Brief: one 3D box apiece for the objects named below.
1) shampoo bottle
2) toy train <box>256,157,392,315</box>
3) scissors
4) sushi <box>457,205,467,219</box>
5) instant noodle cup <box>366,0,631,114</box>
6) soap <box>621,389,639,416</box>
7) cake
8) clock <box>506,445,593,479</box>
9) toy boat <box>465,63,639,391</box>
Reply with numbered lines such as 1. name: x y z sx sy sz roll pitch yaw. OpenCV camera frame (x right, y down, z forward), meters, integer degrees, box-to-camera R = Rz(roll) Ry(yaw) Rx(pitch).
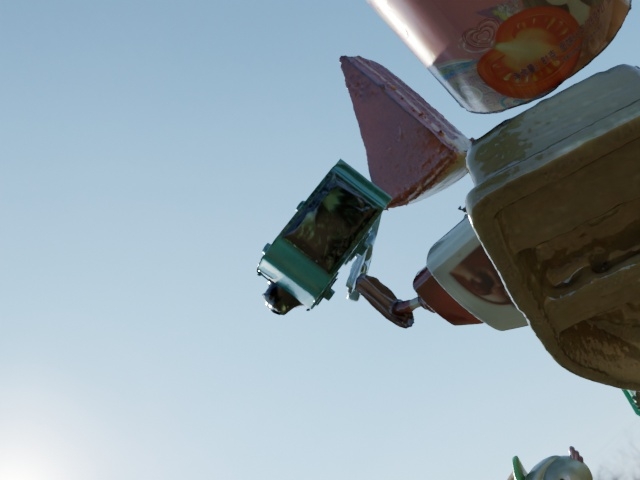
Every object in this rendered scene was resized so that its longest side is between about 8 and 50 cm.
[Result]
1. shampoo bottle: 0.162 0.019 0.741 0.284 0.153 0.071 -31 12 35
2. toy train: 0.000 0.000 0.976 0.198 0.107 0.154 -52 -3 -20
3. scissors: 0.065 0.040 1.318 0.447 0.029 0.193 -43 -32 -81
4. sushi: 0.312 0.001 1.401 0.139 0.131 0.291 -33 -50 -59
5. instant noodle cup: 0.142 -0.265 0.725 0.243 0.243 0.231 -43 -63 1
6. soap: 0.380 0.093 0.955 0.098 0.218 0.273 -25 -38 11
7. cake: 0.119 -0.168 1.308 0.158 0.262 0.160 -11 -39 -56
8. clock: 0.359 0.397 1.125 0.144 0.231 0.103 -43 -11 17
9. toy boat: 0.155 0.005 0.404 0.116 0.061 0.188 -28 -56 16
